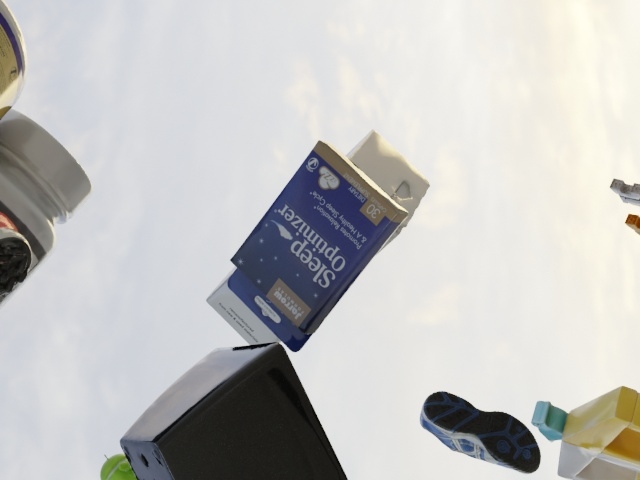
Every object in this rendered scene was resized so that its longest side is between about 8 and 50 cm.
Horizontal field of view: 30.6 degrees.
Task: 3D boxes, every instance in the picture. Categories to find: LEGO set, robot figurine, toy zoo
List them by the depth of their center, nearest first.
[{"bbox_3d":[0.318,0.194,0.972,0.192,0.293,0.030,97,-168,-65],"label":"toy zoo"},{"bbox_3d":[0.577,-0.023,1.905,0.093,0.227,0.087,43,-110,-49],"label":"LEGO set"},{"bbox_3d":[-0.325,0.408,1.981,0.067,0.115,0.101,-41,-22,-35],"label":"robot figurine"}]

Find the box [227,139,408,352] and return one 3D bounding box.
[{"bbox_3d":[-0.015,0.011,1.386,0.136,0.225,0.036,43,-162,20],"label":"box"}]

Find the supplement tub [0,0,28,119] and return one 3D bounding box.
[{"bbox_3d":[-0.519,-0.166,1.385,0.241,0.241,0.331,63,-150,-30],"label":"supplement tub"}]

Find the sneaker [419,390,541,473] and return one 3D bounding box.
[{"bbox_3d":[0.255,0.310,1.871,0.080,0.211,0.081,-60,-2,-29],"label":"sneaker"}]

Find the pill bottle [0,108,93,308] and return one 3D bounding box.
[{"bbox_3d":[-0.487,0.006,1.564,0.361,0.204,0.204,-50,-51,-20],"label":"pill bottle"}]

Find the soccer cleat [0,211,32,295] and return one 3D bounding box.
[{"bbox_3d":[-0.495,0.054,1.341,0.318,0.116,0.108,-28,-40,-23],"label":"soccer cleat"}]

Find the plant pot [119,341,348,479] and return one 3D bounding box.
[{"bbox_3d":[-0.108,0.234,1.286,0.167,0.187,0.188,-28,-84,-29],"label":"plant pot"}]

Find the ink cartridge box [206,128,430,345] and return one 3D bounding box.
[{"bbox_3d":[0.000,0.000,1.552,0.114,0.273,0.197,45,-154,-4],"label":"ink cartridge box"}]
